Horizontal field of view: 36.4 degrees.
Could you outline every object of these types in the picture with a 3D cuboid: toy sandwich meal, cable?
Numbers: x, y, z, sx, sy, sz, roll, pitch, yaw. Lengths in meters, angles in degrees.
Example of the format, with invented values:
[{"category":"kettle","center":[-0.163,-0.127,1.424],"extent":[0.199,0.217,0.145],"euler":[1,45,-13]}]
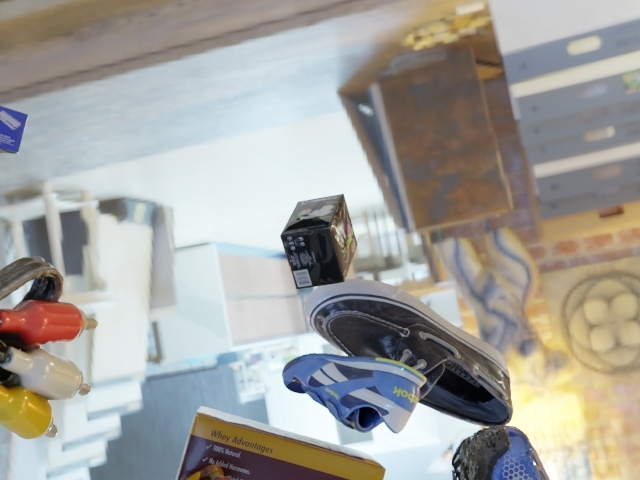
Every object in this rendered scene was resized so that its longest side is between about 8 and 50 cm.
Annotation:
[{"category":"toy sandwich meal","center":[-0.119,0.221,0.845],"extent":[0.085,0.029,0.086],"euler":[-16,154,-8]},{"category":"cable","center":[-0.244,0.070,0.682],"extent":[0.072,0.140,0.287],"euler":[16,174,16]}]

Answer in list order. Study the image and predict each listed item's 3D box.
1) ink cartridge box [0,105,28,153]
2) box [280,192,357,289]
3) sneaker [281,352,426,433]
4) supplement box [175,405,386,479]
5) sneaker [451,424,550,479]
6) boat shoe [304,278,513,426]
[{"category":"ink cartridge box","center":[-0.402,-0.130,1.073],"extent":[0.097,0.046,0.207],"euler":[17,176,-34]},{"category":"box","center":[0.000,0.000,0.958],"extent":[0.052,0.062,0.083],"euler":[-9,-156,17]},{"category":"sneaker","center":[0.020,0.132,0.835],"extent":[0.144,0.059,0.053],"euler":[-3,156,41]},{"category":"supplement box","center":[-0.058,0.285,0.963],"extent":[0.191,0.194,0.129],"euler":[16,172,-3]},{"category":"sneaker","center":[0.199,0.223,0.578],"extent":[0.147,0.330,0.130],"euler":[-36,-163,12]},{"category":"boat shoe","center":[0.114,0.149,1.201],"extent":[0.301,0.102,0.108],"euler":[30,120,-21]}]
